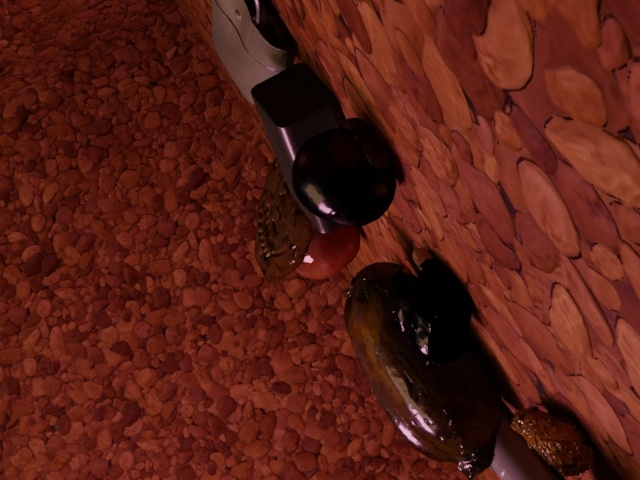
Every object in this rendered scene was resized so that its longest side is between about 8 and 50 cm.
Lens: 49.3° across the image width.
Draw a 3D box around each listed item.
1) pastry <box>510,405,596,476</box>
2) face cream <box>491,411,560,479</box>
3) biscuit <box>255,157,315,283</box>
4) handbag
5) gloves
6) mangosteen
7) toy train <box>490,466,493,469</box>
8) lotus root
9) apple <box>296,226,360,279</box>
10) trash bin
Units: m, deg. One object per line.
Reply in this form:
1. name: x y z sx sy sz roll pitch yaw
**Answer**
1. pastry: 0.282 0.244 0.858 0.080 0.056 0.140 47 173 8
2. face cream: 0.326 0.370 1.141 0.250 0.077 0.077 53 173 51
3. biscuit: -0.080 -0.078 1.625 0.046 0.359 0.359 12 -159 -25
4. handbag: -0.115 -0.389 1.222 0.241 0.109 0.315 58 163 10
5. gloves: 0.152 0.094 1.053 0.129 0.106 0.181 59 174 -29
6. mangosteen: 0.036 -0.095 0.966 0.152 0.152 0.152 59 177 5
7. toy train: 0.403 0.505 1.485 0.122 0.050 0.081 56 180 37
8. lotus root: 0.165 0.205 1.167 0.397 0.179 0.196 58 167 25
9. apple: 0.000 0.000 1.710 0.164 0.209 0.209 64 175 -22
10. trash bin: -0.012 -0.156 1.193 0.164 0.122 0.240 56 173 44
